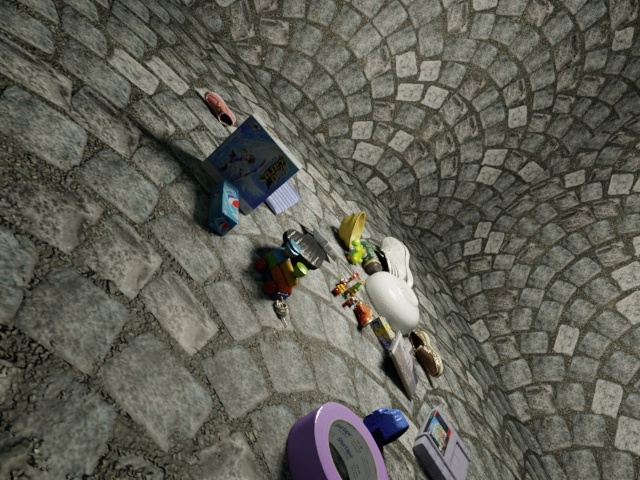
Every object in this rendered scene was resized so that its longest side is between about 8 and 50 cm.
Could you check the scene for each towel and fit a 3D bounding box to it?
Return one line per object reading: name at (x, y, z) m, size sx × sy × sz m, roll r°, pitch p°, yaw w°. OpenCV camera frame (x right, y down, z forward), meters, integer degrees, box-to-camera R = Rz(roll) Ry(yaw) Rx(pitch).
towel at (-0.213, -0.239, 1.952) m, size 0.243 × 0.040 × 0.336 m, roll 52°, pitch 21°, yaw -4°

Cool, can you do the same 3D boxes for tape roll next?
tape roll at (0.046, 0.535, 1.056) m, size 0.275 × 0.090 × 0.274 m, roll 43°, pitch 21°, yaw -21°

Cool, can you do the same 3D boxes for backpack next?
backpack at (0.193, 0.549, 1.316) m, size 0.098 × 0.120 × 0.101 m, roll 13°, pitch 42°, yaw -60°

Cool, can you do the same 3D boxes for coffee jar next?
coffee jar at (0.256, 0.094, 2.341) m, size 0.096 × 0.079 × 0.184 m, roll 31°, pitch 28°, yaw -46°

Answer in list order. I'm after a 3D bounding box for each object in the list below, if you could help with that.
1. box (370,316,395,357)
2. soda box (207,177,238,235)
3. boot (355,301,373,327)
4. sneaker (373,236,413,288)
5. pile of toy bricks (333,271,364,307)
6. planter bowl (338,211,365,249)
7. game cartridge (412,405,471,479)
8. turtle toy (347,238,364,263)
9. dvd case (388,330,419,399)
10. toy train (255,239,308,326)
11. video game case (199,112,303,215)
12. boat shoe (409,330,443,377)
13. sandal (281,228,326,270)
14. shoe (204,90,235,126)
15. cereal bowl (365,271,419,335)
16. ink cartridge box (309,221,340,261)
box at (0.277, 0.406, 1.866) m, size 0.059 × 0.054 × 0.168 m, roll 22°, pitch 34°, yaw -55°
soda box at (-0.311, -0.111, 1.425) m, size 0.067 × 0.071 × 0.210 m, roll 39°, pitch 23°, yaw -33°
boot at (0.172, 0.303, 1.819) m, size 0.084 × 0.059 × 0.158 m, roll 47°, pitch 11°, yaw -5°
sneaker at (0.383, 0.078, 2.521) m, size 0.257 × 0.169 × 0.447 m, roll 43°, pitch 23°, yaw -30°
pile of toy bricks at (0.141, 0.196, 1.854) m, size 0.118 × 0.105 × 0.212 m, roll 55°, pitch 19°, yaw 7°
planter bowl at (0.151, -0.058, 2.289) m, size 0.091 × 0.217 × 0.217 m, roll 19°, pitch 12°, yaw 16°
game cartridge at (0.452, 0.766, 1.618) m, size 0.230 × 0.068 × 0.355 m, roll 60°, pitch 20°, yaw 11°
turtle toy at (0.174, 0.055, 2.198) m, size 0.066 × 0.130 × 0.095 m, roll 14°, pitch -2°, yaw 25°
dvd case at (0.339, 0.497, 1.783) m, size 0.221 × 0.018 × 0.164 m, roll 66°, pitch 26°, yaw -6°
toy train at (-0.095, 0.127, 1.380) m, size 0.105 × 0.143 × 0.248 m, roll 24°, pitch 33°, yaw -53°
video game case at (-0.242, -0.261, 1.549) m, size 0.244 × 0.270 × 0.061 m, roll 48°, pitch 20°, yaw -11°
boat shoe at (0.485, 0.532, 2.088) m, size 0.095 × 0.095 × 0.257 m, roll 25°, pitch 24°, yaw -27°
sandal at (-0.070, 0.055, 1.668) m, size 0.167 × 0.107 × 0.446 m, roll 53°, pitch 6°, yaw 8°
shoe at (-0.449, -0.586, 1.975) m, size 0.178 × 0.064 × 0.081 m, roll 47°, pitch 14°, yaw -27°
cereal bowl at (0.377, 0.288, 2.179) m, size 0.339 × 0.141 × 0.339 m, roll 45°, pitch 21°, yaw -22°
ink cartridge box at (0.000, 0.000, 1.963) m, size 0.179 × 0.045 × 0.145 m, roll 43°, pitch -4°, yaw 38°
